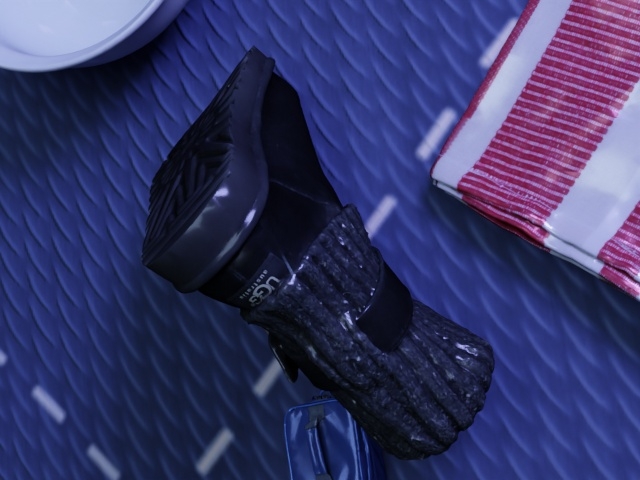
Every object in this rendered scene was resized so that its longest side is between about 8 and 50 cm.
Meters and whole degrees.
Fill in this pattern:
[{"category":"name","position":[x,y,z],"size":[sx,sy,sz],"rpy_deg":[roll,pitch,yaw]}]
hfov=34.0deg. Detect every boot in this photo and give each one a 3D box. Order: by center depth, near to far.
[{"category":"boot","position":[-0.003,0.003,0.837],"size":[0.260,0.348,0.131],"rpy_deg":[36,114,-19]}]

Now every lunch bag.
[{"category":"lunch bag","position":[0.011,0.171,0.855],"size":[0.067,0.065,0.098],"rpy_deg":[-14,79,18]}]

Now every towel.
[{"category":"towel","position":[0.265,-0.074,0.785],"size":[0.329,0.037,0.237],"rpy_deg":[32,94,29]}]

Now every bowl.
[{"category":"bowl","position":[-0.212,-0.282,0.964],"size":[0.297,0.134,0.298],"rpy_deg":[-3,82,21]}]
